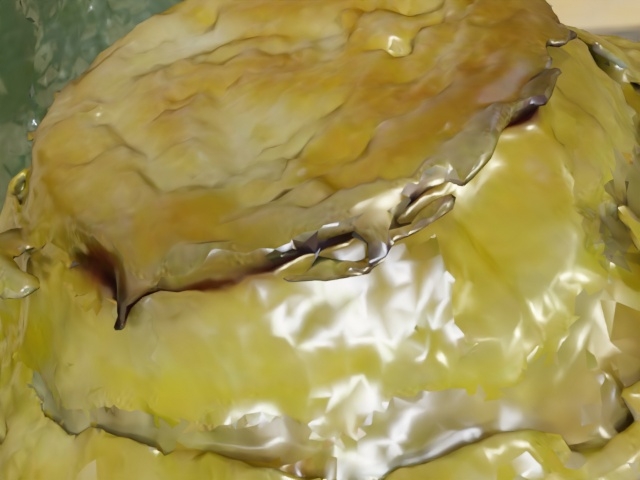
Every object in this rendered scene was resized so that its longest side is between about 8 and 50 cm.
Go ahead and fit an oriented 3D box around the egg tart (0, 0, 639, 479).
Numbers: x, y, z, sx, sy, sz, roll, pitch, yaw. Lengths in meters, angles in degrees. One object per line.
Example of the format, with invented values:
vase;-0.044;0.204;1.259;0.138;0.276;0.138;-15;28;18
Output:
egg tart;0.000;0.000;0.398;0.241;0.241;0.106;-88;162;-51

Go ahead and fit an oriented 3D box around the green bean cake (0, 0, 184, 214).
green bean cake;-0.122;-0.082;0.729;0.132;0.241;0.255;13;59;-57
